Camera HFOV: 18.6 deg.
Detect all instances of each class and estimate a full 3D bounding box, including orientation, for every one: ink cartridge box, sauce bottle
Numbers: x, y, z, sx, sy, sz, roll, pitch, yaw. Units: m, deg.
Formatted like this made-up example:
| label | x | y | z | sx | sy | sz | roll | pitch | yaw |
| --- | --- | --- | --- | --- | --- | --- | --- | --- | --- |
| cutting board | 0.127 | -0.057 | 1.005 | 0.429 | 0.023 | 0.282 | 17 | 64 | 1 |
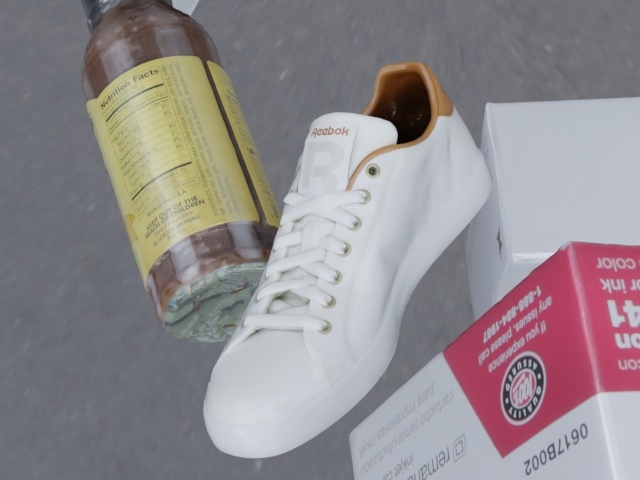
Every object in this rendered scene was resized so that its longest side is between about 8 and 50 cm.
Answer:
| label | x | y | z | sx | sy | sz | roll | pitch | yaw |
| --- | --- | --- | --- | --- | --- | --- | --- | --- | --- |
| ink cartridge box | 0.128 | 0.184 | 0.835 | 0.131 | 0.226 | 0.306 | 7 | 60 | -25 |
| sauce bottle | -0.111 | -0.089 | 1.436 | 0.111 | 0.111 | 0.344 | -24 | 57 | 7 |

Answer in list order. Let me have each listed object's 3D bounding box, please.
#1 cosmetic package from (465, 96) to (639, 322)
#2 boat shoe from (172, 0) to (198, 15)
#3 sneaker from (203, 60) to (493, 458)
| label | x | y | z | sx | sy | sz | roll | pitch | yaw |
| --- | --- | --- | --- | --- | --- | --- | --- | --- | --- |
| cosmetic package | 0.314 | 0.001 | 1.539 | 0.385 | 0.217 | 0.156 | 0 | 57 | -4 |
| boat shoe | -0.089 | -0.318 | 1.713 | 0.103 | 0.113 | 0.302 | 26 | 107 | 24 |
| sneaker | 0.000 | 0.000 | 1.178 | 0.106 | 0.290 | 0.123 | 0 | 130 | 35 |
